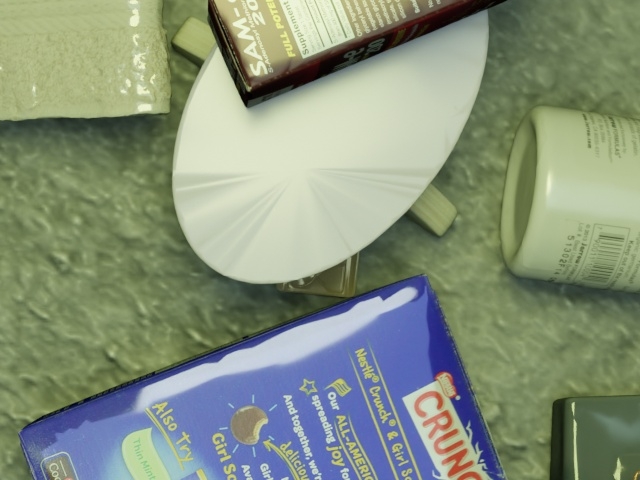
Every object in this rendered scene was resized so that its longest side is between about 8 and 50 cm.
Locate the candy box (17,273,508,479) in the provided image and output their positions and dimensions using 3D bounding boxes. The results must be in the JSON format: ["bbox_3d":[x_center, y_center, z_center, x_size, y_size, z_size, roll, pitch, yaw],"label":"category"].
[{"bbox_3d":[-0.025,0.202,1.307,0.317,0.122,0.268,-20,90,-4],"label":"candy box"}]

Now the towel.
[{"bbox_3d":[-0.241,-0.179,1.260,0.282,0.049,0.187,0,95,18],"label":"towel"}]

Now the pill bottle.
[{"bbox_3d":[0.259,-0.022,1.320,0.229,0.131,0.131,8,93,-5],"label":"pill bottle"}]

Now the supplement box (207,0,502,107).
[{"bbox_3d":[0.049,-0.165,1.129,0.239,0.130,0.073,-22,91,-3],"label":"supplement box"}]

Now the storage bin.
[{"bbox_3d":[0.237,0.164,1.354,0.135,0.098,0.091,-2,83,-5],"label":"storage bin"}]

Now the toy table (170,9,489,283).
[{"bbox_3d":[0.004,-0.090,1.270,0.274,0.161,0.252,-43,92,-4],"label":"toy table"}]

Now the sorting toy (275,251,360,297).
[{"bbox_3d":[0.000,0.000,1.357,0.062,0.012,0.083,6,93,-8],"label":"sorting toy"}]
